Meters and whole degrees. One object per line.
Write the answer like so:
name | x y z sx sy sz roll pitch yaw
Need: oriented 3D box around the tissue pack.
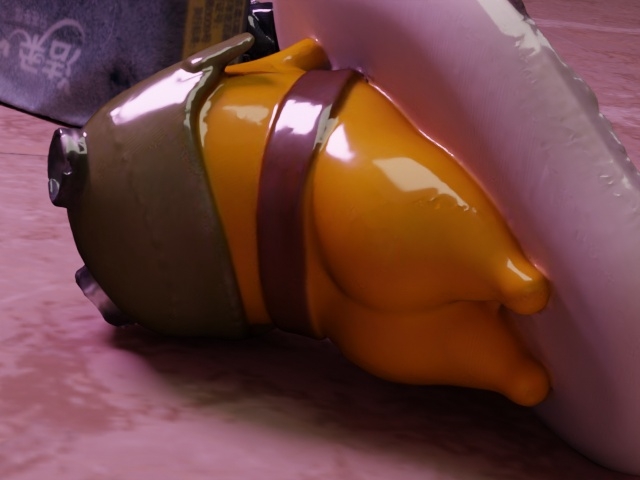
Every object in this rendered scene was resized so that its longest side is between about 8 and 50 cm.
tissue pack | -0.119 -0.198 0.787 0.185 0.257 0.081 18 18 33

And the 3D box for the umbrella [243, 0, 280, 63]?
umbrella | -0.129 -0.129 0.899 0.224 0.080 0.071 10 51 17

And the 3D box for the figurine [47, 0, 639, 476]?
figurine | 0.000 0.000 0.455 0.141 0.166 0.250 -23 42 -18
